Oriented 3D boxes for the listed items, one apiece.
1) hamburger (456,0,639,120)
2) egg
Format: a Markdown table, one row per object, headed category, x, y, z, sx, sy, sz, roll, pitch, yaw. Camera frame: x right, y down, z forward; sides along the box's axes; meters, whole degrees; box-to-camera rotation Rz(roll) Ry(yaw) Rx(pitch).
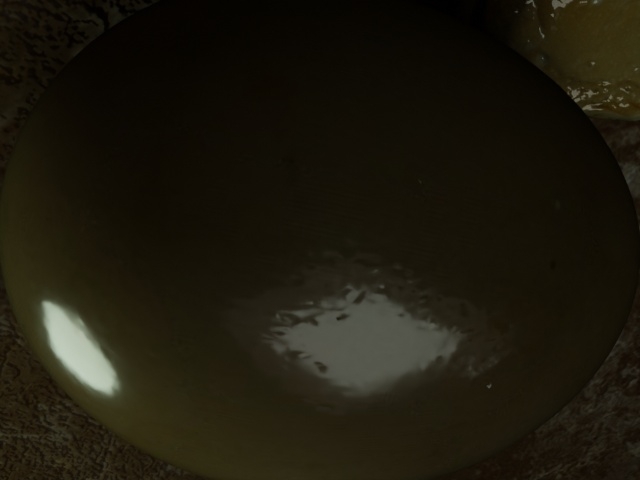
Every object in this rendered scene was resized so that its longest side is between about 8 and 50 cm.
| category | x | y | z | sx | sy | sz | roll | pitch | yaw |
| --- | --- | --- | --- | --- | --- | --- | --- | --- | --- |
| hamburger | 0.199 | -0.167 | 0.732 | 0.213 | 0.108 | 0.214 | -13 | 139 | -12 |
| egg | 0.000 | 0.000 | 0.669 | 0.373 | 0.301 | 0.301 | 12 | 134 | -7 |
